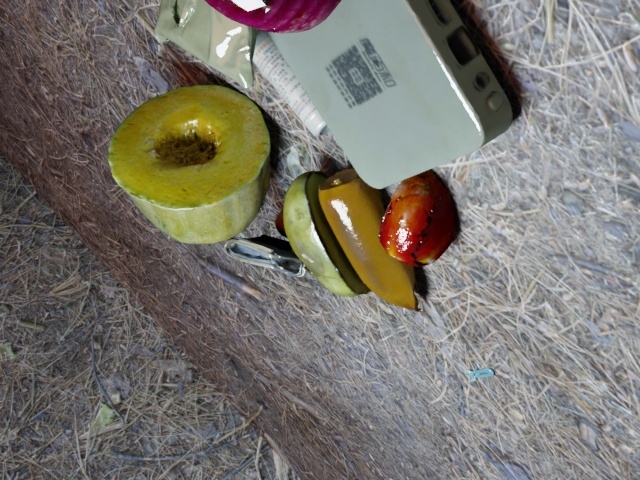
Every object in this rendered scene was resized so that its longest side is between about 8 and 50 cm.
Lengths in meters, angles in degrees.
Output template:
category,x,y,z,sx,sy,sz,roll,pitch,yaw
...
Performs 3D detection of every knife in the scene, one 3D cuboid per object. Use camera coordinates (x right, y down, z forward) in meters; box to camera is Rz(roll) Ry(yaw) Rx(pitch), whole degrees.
category,x,y,z,sx,sy,sz,roll,pitch,yaw
knife,0.308,0.260,1.731,0.027,0.010,0.096,54,154,-1

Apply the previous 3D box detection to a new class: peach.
category,x,y,z,sx,sy,sz,roll,pitch,yaw
peach,0.174,-0.031,1.511,0.092,0.127,0.172,42,128,41

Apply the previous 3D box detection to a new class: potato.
category,x,y,z,sx,sy,sz,roll,pitch,yaw
potato,0.000,0.000,1.731,0.111,0.160,0.271,-17,113,31

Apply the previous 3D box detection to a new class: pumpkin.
category,x,y,z,sx,sy,sz,roll,pitch,yaw
pumpkin,-0.251,-0.140,1.853,0.332,0.332,0.199,38,155,31

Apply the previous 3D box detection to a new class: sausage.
category,x,y,z,sx,sy,sz,roll,pitch,yaw
sausage,0.105,0.018,1.676,0.112,0.112,0.328,4,128,58

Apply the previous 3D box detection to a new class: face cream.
category,x,y,z,sx,sy,sz,roll,pitch,yaw
face cream,-0.061,-0.309,1.581,0.269,0.082,0.082,52,155,7

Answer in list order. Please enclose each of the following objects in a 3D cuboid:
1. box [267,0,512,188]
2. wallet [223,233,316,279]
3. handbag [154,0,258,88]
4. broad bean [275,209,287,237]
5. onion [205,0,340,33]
category,x,y,z,sx,sy,sz,roll,pitch,yaw
box,0.090,-0.274,1.359,0.367,0.090,0.373,57,154,-8
wallet,-0.072,0.032,1.908,0.170,0.231,0.069,20,99,39
handbag,-0.193,-0.425,1.532,0.316,0.109,0.253,38,125,47
broad bean,-0.020,-0.022,1.869,0.165,0.084,0.114,33,168,25
onion,-0.077,-0.392,1.123,0.256,0.230,0.272,15,144,1
